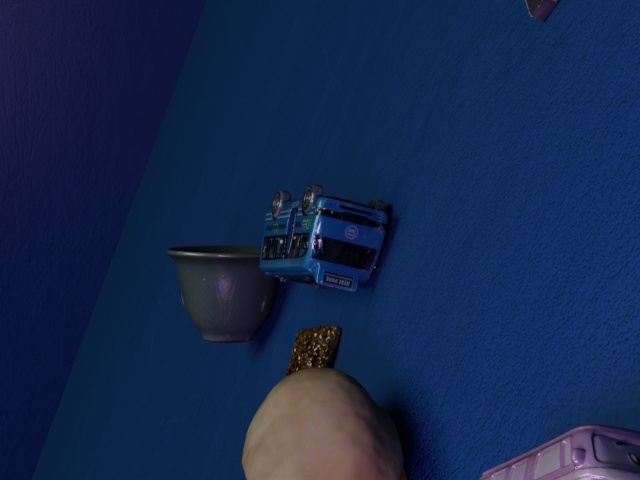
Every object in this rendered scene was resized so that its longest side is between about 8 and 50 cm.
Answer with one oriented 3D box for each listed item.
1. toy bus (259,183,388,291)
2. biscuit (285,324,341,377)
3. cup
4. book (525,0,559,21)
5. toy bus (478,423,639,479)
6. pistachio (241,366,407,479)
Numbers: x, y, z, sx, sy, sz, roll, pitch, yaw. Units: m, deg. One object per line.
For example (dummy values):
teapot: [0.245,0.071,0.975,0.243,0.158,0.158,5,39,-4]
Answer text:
toy bus: [0.000,0.000,1.890,0.246,0.114,0.134,177,105,-70]
biscuit: [-0.031,0.237,1.893,0.131,0.026,0.236,-20,53,67]
cup: [-0.148,0.087,2.151,0.199,0.199,0.150,-171,80,-70]
book: [0.304,-0.390,1.567,0.231,0.026,0.157,-54,26,39]
toy bus: [0.219,0.236,1.077,0.202,0.142,0.142,-42,36,54]
pistachio: [0.005,0.263,1.544,0.299,0.188,0.187,-112,44,-66]
